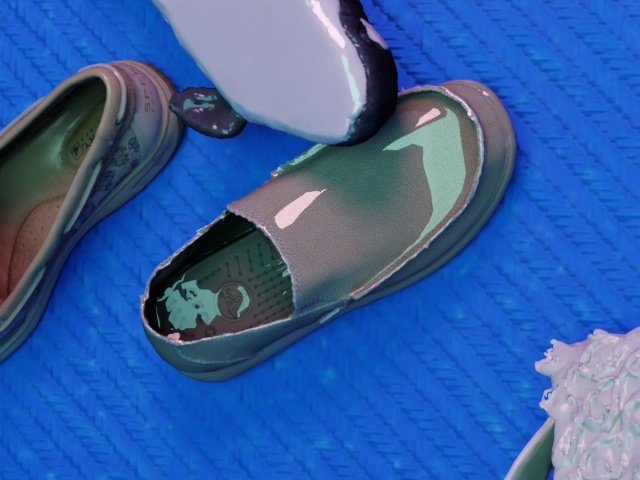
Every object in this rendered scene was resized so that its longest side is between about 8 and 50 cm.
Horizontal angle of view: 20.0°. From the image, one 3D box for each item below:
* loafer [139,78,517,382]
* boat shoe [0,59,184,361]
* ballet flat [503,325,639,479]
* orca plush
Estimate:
[{"bbox_3d":[0.000,0.000,1.087,0.268,0.092,0.102,-38,77,15],"label":"loafer"},{"bbox_3d":[-0.209,-0.008,1.163,0.104,0.089,0.285,44,103,15],"label":"boat shoe"},{"bbox_3d":[0.135,0.238,0.996,0.147,0.147,0.408,12,75,19],"label":"ballet flat"},{"bbox_3d":[-0.046,-0.146,1.114,0.287,0.102,0.151,23,110,36],"label":"orca plush"}]
